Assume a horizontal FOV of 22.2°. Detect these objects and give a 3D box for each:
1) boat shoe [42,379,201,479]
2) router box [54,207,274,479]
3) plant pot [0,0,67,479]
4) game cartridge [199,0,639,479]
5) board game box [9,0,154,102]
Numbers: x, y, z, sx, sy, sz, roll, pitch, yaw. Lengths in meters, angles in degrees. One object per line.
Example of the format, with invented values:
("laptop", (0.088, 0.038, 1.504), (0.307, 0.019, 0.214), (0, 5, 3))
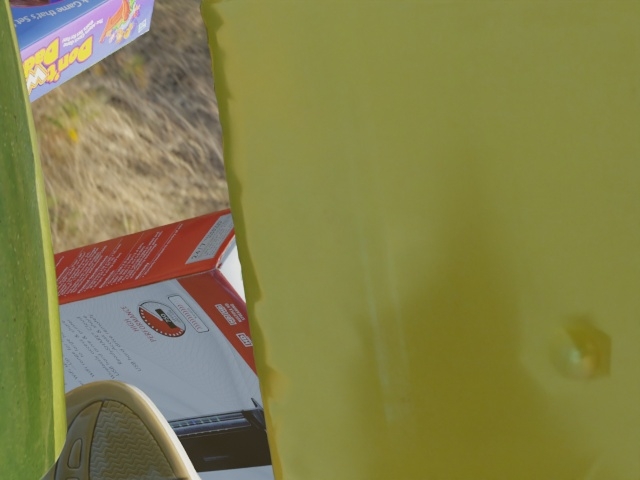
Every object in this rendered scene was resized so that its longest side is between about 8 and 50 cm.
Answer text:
("boat shoe", (-0.091, 0.204, 0.998), (0.098, 0.096, 0.277), (-16, 102, 12))
("router box", (-0.077, 0.140, 1.356), (0.335, 0.301, 0.082), (53, 46, -24))
("plant pot", (-0.234, -0.059, 0.689), (0.274, 0.275, 0.294), (3, 108, -14))
("game cartridge", (0.104, 0.035, 0.616), (0.285, 0.052, 0.324), (-2, 102, 30))
("board game box", (-0.365, -0.229, 1.644), (0.233, 0.347, 0.078), (33, 134, 18))
